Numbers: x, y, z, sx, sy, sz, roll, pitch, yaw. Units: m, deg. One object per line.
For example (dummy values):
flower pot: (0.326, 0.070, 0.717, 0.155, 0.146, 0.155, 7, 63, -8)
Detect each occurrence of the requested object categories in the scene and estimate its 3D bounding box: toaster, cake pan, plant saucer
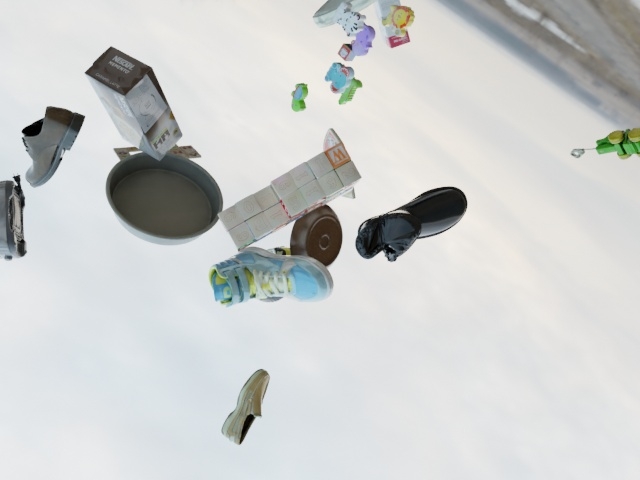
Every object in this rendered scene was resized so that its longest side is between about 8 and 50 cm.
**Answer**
toaster: (-0.815, -0.057, 1.872, 0.146, 0.227, 0.129, -5, 169, -7)
cake pan: (-0.392, -0.102, 1.900, 0.293, 0.054, 0.293, 13, -133, -15)
plant saucer: (0.000, 0.000, 2.011, 0.036, 0.199, 0.198, 12, 180, 42)

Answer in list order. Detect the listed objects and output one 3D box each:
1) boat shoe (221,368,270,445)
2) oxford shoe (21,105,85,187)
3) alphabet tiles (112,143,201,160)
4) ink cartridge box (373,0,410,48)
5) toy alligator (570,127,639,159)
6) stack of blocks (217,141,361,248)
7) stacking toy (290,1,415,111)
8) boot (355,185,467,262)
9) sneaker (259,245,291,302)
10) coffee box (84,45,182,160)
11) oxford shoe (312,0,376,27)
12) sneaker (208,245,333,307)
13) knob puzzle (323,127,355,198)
boat shoe: (-0.165, 0.407, 1.840, 0.072, 0.190, 0.068, 28, -177, 37)
oxford shoe: (-0.556, -0.193, 1.522, 0.096, 0.227, 0.083, 23, -138, -25)
alphabet tiles: (-0.490, -0.259, 2.291, 0.237, 0.009, 0.198, -9, -154, -23)
ink cartridge box: (0.194, -0.627, 2.122, 0.109, 0.063, 0.150, -107, -2, -64)
toy alligator: (0.584, -0.194, 1.485, 0.189, 0.051, 0.056, 0, 140, 47)
stack of blocks: (-0.069, -0.088, 1.624, 0.087, 0.297, 0.171, 60, 174, 2)
stacking toy: (0.053, -0.309, 1.301, 0.052, 0.221, 0.167, 48, -144, 19)
boot: (0.185, -0.032, 1.489, 0.207, 0.246, 0.094, -76, -34, -83)
sneaker: (-0.135, 0.081, 2.210, 0.147, 0.384, 0.145, 26, -115, -20)
coffee box: (-0.439, -0.322, 1.806, 0.141, 0.098, 0.246, 30, 159, 22)
oxford shoe: (0.153, -0.620, 1.637, 0.130, 0.449, 0.169, 49, -152, -20)
sneaker: (-0.140, 0.111, 1.850, 0.319, 0.127, 0.208, 9, -158, 38)
knob puzzle: (0.037, -0.215, 2.116, 0.030, 0.213, 0.213, -15, -140, -18)
